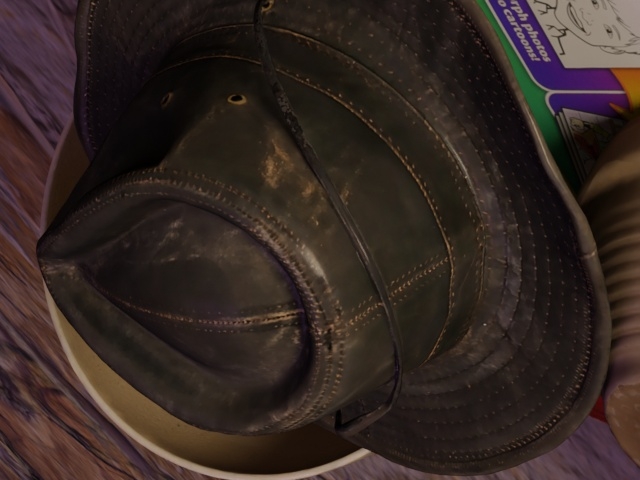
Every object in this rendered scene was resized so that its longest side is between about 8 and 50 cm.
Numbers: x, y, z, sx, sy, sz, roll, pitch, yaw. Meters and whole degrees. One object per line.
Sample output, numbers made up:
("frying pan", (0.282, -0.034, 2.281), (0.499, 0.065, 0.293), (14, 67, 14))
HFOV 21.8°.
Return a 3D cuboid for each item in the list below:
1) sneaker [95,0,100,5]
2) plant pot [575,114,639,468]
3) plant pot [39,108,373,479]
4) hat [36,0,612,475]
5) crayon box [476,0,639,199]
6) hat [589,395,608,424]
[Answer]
("sneaker", (-0.052, -0.176, 0.862), (0.384, 0.147, 0.145), (49, 136, -3))
("plant pot", (0.203, 0.058, 0.729), (0.237, 0.109, 0.237), (29, 155, 15))
("plant pot", (0.000, 0.000, 1.017), (0.284, 0.284, 0.191), (28, -173, 23))
("hat", (-0.039, 0.005, 0.756), (0.331, 0.134, 0.331), (31, 141, 30))
("crayon box", (0.169, -0.130, 0.708), (0.313, 0.106, 0.363), (6, 140, 48))
("hat", (0.215, 0.159, 0.971), (0.184, 0.173, 0.208), (10, 178, -30))
